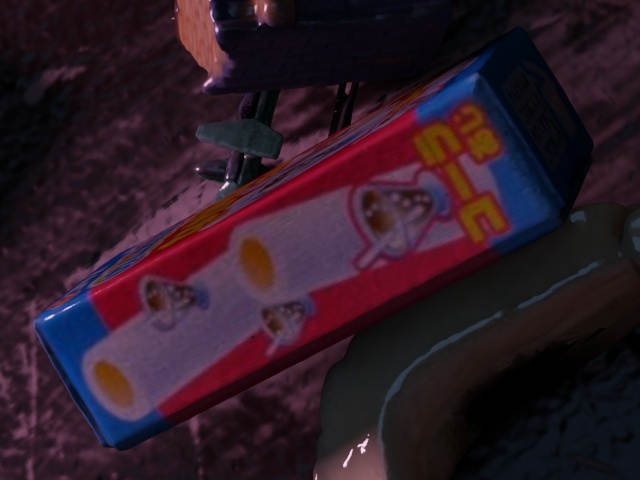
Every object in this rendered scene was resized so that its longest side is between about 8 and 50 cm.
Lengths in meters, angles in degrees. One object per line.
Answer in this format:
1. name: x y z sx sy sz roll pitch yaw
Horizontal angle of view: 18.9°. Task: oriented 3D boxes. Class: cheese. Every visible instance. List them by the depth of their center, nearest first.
1. cheese: 0.178 0.126 1.119 0.332 0.153 0.292 -36 68 4

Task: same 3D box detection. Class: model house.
1. model house: -0.001 -0.180 1.102 0.166 0.172 0.183 -6 110 -8

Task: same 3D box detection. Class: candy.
1. candy: -0.001 -0.001 1.109 0.306 0.157 0.100 -29 97 20

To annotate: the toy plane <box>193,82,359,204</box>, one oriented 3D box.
1. toy plane: -0.026 -0.156 1.261 0.155 0.106 0.381 12 75 1
